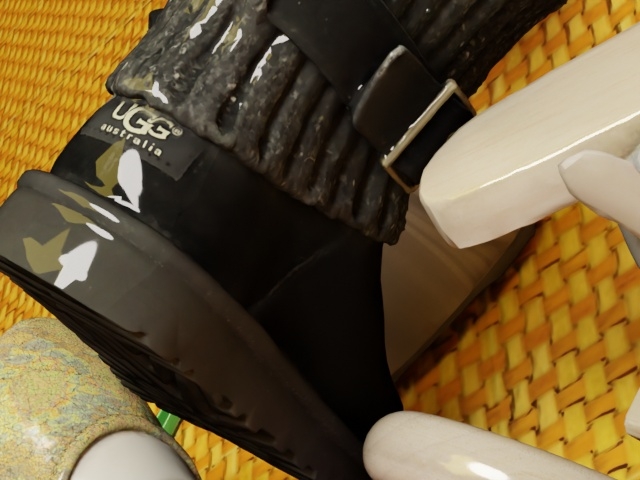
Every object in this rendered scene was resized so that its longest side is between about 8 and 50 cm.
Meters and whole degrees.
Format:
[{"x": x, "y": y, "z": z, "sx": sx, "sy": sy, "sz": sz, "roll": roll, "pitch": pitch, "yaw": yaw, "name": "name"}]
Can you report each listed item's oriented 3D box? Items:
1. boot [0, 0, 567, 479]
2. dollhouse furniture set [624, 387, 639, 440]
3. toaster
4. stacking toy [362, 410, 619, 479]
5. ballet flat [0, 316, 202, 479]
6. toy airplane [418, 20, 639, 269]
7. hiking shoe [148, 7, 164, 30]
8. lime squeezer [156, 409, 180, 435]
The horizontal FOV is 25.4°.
[{"x": 0.013, "y": -0.030, "z": 0.649, "sx": 0.131, "sy": 0.348, "sz": 0.260, "roll": 26, "pitch": 76, "yaw": 21, "name": "boot"}, {"x": 0.143, "y": 0.172, "z": 0.436, "sx": 0.212, "sy": 0.161, "sz": 0.242, "roll": 16, "pitch": 76, "yaw": 58, "name": "dollhouse furniture set"}, {"x": 0.000, "y": 0.000, "z": 0.816, "sx": 0.227, "sy": 0.146, "sz": 0.129, "roll": -48, "pitch": 31, "yaw": 17, "name": "toaster"}, {"x": 0.033, "y": 0.244, "z": 0.573, "sx": 0.141, "sy": 0.141, "sz": 0.330, "roll": 5, "pitch": 71, "yaw": 57, "name": "stacking toy"}, {"x": -0.081, "y": 0.202, "z": 0.685, "sx": 0.123, "sy": 0.123, "sz": 0.349, "roll": -18, "pitch": 79, "yaw": 48, "name": "ballet flat"}, {"x": 0.262, "y": -0.110, "z": 0.475, "sx": 0.384, "sy": 0.272, "sz": 0.386, "roll": -31, "pitch": 5, "yaw": -31, "name": "toy airplane"}, {"x": -0.071, "y": -0.156, "z": 1.092, "sx": 0.227, "sy": 0.114, "sz": 0.086, "roll": -56, "pitch": 31, "yaw": 2, "name": "hiking shoe"}, {"x": -0.161, "y": 0.159, "z": 0.959, "sx": 0.310, "sy": 0.110, "sz": 0.059, "roll": -36, "pitch": 4, "yaw": -23, "name": "lime squeezer"}]
